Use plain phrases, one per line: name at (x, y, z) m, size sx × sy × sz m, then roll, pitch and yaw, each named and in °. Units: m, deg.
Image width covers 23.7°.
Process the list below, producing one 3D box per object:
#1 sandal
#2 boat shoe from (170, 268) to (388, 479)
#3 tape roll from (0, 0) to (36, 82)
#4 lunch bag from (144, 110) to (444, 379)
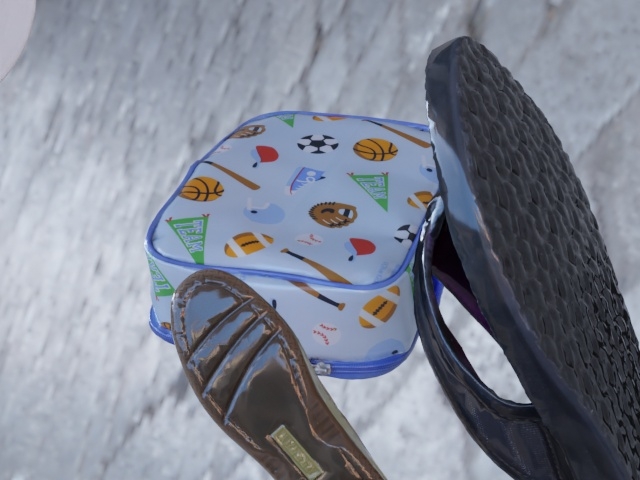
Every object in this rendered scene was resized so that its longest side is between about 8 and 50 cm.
sandal at (0.137, 0.092, 0.952) m, size 0.107 × 0.445 × 0.167 m, roll -16°, pitch 18°, yaw 26°
boat shoe at (-0.023, 0.099, 0.902) m, size 0.068 × 0.190 × 0.072 m, roll -33°, pitch -1°, yaw 6°
tape roll at (-0.443, -0.260, 1.582) m, size 0.100 × 0.286 × 0.286 m, roll -3°, pitch 68°, yaw 66°
lunch bag at (0.000, 0.000, 1.276) m, size 0.303 × 0.243 × 0.115 m, roll -60°, pitch -25°, yaw -54°
